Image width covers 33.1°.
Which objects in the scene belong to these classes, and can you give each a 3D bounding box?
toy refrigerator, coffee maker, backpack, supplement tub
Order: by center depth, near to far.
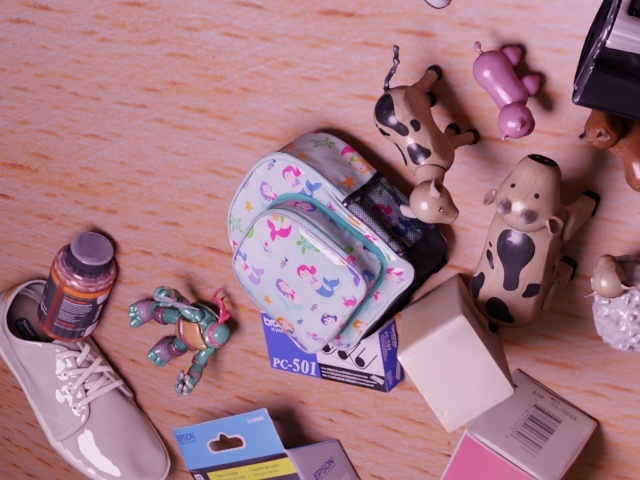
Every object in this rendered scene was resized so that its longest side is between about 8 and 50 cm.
[{"bbox_3d":[0.333,-0.148,1.017,0.178,0.120,0.171,19,125,7],"label":"coffee maker"},{"bbox_3d":[0.151,0.124,1.249,0.094,0.269,0.102,-34,93,9],"label":"toy refrigerator"},{"bbox_3d":[0.000,0.000,1.366,0.253,0.191,0.225,49,136,11],"label":"backpack"},{"bbox_3d":[-0.397,0.074,1.774,0.106,0.106,0.198,42,134,11],"label":"supplement tub"}]

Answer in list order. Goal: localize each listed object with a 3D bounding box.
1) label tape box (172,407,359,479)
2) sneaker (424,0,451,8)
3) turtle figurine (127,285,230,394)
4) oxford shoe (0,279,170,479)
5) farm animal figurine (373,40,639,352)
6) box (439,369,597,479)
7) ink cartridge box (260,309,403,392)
[{"bbox_3d":[-0.054,0.407,1.696,0.249,0.115,0.348,-21,98,43],"label":"label tape box"},{"bbox_3d":[0.102,-0.343,1.166,0.178,0.072,0.077,46,123,-4],"label":"sneaker"},{"bbox_3d":[-0.207,0.146,1.659,0.234,0.118,0.175,-2,100,56],"label":"turtle figurine"},{"bbox_3d":[-0.418,0.247,1.859,0.449,0.169,0.130,51,133,10],"label":"oxford shoe"},{"bbox_3d":[0.208,-0.038,1.176,0.330,0.172,0.327,12,122,34],"label":"farm animal figurine"},{"bbox_3d":[0.232,0.309,1.380,0.127,0.148,0.232,33,132,18],"label":"box"},{"bbox_3d":[0.014,0.148,1.530,0.207,0.046,0.097,8,118,36],"label":"ink cartridge box"}]
